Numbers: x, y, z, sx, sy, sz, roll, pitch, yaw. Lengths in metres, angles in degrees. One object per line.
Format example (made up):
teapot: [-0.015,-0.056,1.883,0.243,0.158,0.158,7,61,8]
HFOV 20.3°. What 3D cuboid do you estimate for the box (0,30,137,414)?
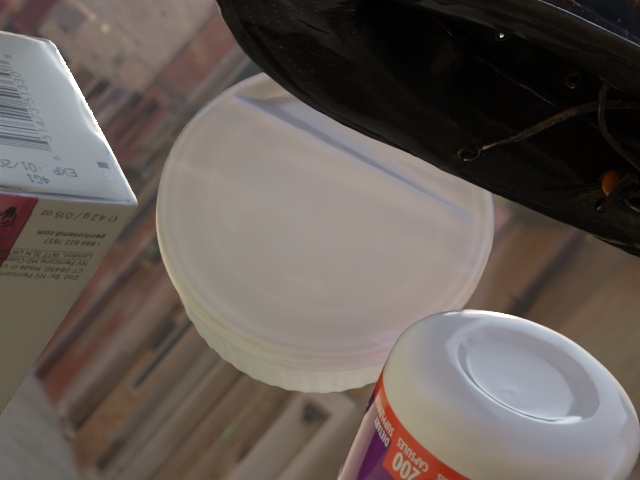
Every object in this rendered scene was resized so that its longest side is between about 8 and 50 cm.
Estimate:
box: [-0.235,0.003,1.060,0.127,0.232,0.148,5,42,-42]

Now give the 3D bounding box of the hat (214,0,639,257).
hat: [0.119,-0.101,0.824,0.331,0.134,0.331,25,-8,4]

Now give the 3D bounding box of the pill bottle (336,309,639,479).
pill bottle: [0.087,0.220,1.262,0.181,0.323,0.181,16,29,-9]

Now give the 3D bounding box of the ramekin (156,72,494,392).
ramekin: [0.000,0.000,1.461,0.273,0.273,0.127,40,-24,14]
